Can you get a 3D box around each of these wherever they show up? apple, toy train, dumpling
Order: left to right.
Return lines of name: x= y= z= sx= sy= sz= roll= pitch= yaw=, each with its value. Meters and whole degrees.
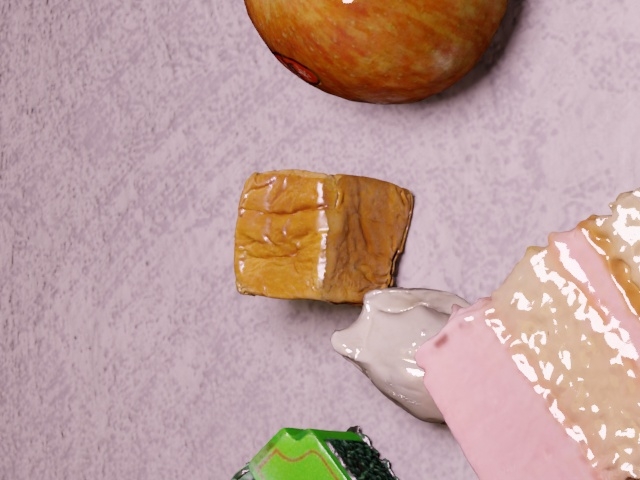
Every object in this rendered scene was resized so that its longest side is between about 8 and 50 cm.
toy train: x=0.003 y=0.315 z=1.792 sx=0.188 sy=0.132 sz=0.243 roll=-48 pitch=60 yaw=16
apple: x=0.046 y=-0.287 z=1.770 sx=0.309 sy=0.250 sz=0.277 roll=6 pitch=88 yaw=40
dumpling: x=0.112 y=0.117 z=1.749 sx=0.199 sy=0.118 sz=0.136 roll=25 pitch=85 yaw=6

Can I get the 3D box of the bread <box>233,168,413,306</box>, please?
bread: x=0.000 y=0.000 z=1.823 sx=0.149 sy=0.158 sz=0.143 roll=4 pitch=84 yaw=34

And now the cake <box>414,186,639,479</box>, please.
cake: x=0.301 y=0.126 z=1.479 sx=0.307 sy=0.314 sz=0.293 roll=-38 pitch=64 yaw=25
